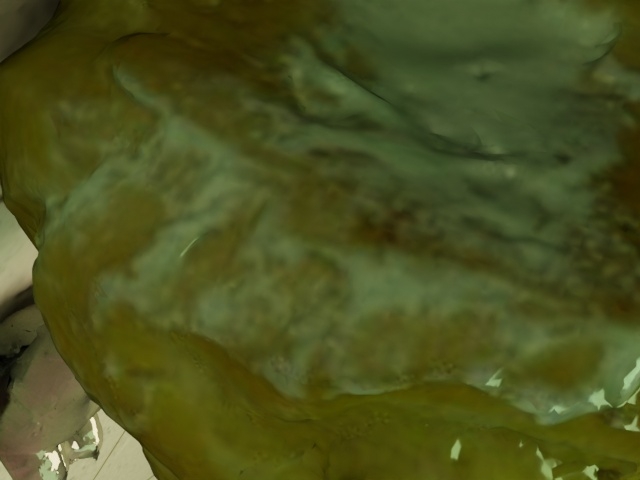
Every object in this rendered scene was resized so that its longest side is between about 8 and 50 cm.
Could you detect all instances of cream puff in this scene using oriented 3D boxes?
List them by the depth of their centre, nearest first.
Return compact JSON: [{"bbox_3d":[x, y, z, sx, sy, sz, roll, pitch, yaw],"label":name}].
[{"bbox_3d":[0.042,0.006,0.602,0.378,0.378,0.275,-44,161,-42],"label":"cream puff"}]

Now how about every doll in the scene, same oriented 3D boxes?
[{"bbox_3d":[-0.130,0.067,0.792,0.149,0.095,0.192,-51,175,27],"label":"doll"}]
